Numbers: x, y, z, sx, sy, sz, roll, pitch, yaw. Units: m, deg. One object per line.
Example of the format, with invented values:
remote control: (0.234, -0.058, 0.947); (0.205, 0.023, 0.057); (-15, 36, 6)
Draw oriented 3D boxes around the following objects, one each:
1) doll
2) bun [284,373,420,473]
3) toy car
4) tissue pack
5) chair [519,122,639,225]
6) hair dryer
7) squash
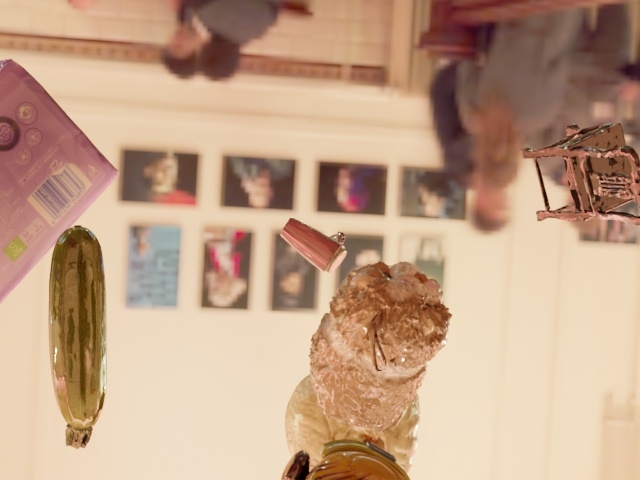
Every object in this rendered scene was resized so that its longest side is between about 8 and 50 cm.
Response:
doll: (0.043, 0.103, 1.266); (0.105, 0.115, 0.221); (33, 148, 8)
bun: (0.067, 0.296, 2.299); (0.243, 0.244, 0.153); (3, 180, -17)
toy car: (0.024, 0.391, 1.898); (0.200, 0.248, 0.142); (26, -178, -6)
tissue pack: (-0.494, -0.060, 2.050); (0.242, 0.338, 0.160); (50, 159, -26)
chair: (0.366, -0.084, 1.819); (0.113, 0.106, 0.229); (-24, -165, -28)
hair dryer: (0.006, 0.004, 2.377); (0.106, 0.054, 0.154); (36, -166, 16)
squash: (-0.270, 0.108, 1.607); (0.066, 0.252, 0.066); (-2, 178, 0)
